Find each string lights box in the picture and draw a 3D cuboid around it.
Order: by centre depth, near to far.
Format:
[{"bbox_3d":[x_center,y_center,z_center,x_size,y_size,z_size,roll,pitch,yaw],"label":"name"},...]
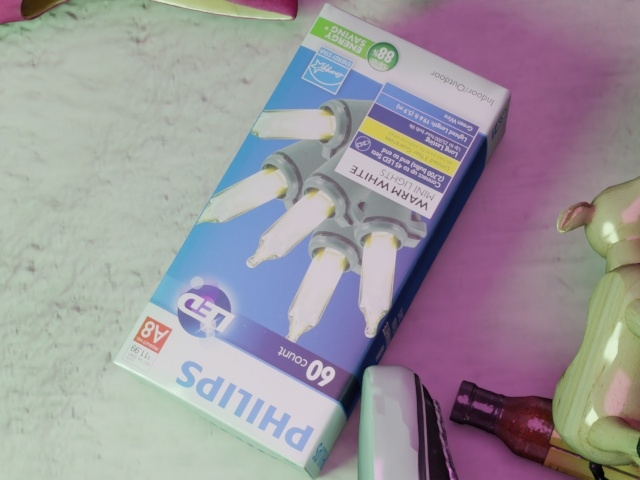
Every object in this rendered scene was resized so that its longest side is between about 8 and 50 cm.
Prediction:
[{"bbox_3d":[0.000,0.000,0.787,0.133,0.077,0.260,27,77,11],"label":"string lights box"}]

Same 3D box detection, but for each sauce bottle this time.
[{"bbox_3d":[0.141,0.115,0.757,0.128,0.042,0.042,21,76,10],"label":"sauce bottle"}]

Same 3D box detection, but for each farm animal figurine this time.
[{"bbox_3d":[0.253,-0.038,0.705,0.330,0.172,0.327,-22,107,-9],"label":"farm animal figurine"}]

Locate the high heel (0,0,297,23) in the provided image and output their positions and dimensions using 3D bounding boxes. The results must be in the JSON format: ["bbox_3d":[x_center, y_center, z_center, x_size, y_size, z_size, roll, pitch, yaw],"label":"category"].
[{"bbox_3d":[-0.140,-0.163,0.861,0.244,0.082,0.117,-22,89,-2],"label":"high heel"}]

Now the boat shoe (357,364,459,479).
[{"bbox_3d":[0.083,0.217,0.697,0.104,0.113,0.306,-7,75,-4],"label":"boat shoe"}]
